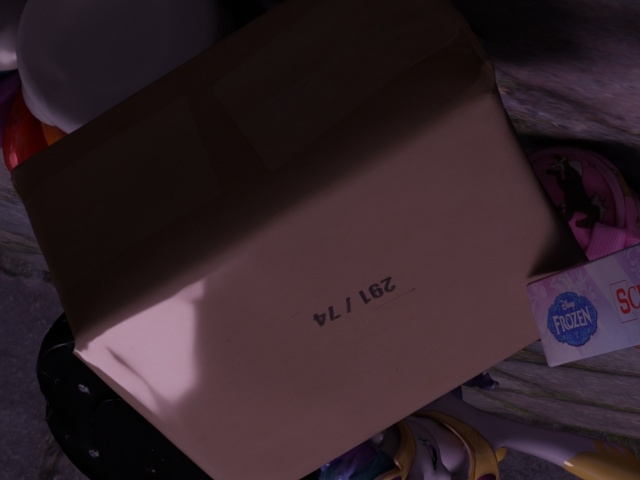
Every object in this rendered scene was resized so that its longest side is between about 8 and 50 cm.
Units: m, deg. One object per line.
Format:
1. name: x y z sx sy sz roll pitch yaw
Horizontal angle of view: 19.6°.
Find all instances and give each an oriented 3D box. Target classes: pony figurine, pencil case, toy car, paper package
1. pony figurine: 0.071 0.120 1.592 0.363 0.303 0.351 13 -150 -52
2. pencil case: 0.315 0.040 1.748 0.160 0.167 0.386 -23 149 33
3. toy car: -0.250 -0.126 1.654 0.182 0.136 0.159 44 -176 24
4. paper package: 0.000 0.000 1.310 0.309 0.325 0.168 53 -172 -52

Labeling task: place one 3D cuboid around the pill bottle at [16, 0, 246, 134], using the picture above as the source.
1. pill bottle: -0.118 -0.120 1.492 0.161 0.161 0.283 13 170 18

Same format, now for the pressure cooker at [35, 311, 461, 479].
1. pressure cooker: -0.039 0.095 1.929 0.370 0.420 0.375 17 139 31

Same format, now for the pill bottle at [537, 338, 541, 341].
1. pill bottle: 0.255 0.058 2.100 0.108 0.108 0.193 15 170 1

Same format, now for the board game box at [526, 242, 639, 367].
1. board game box: 0.339 -0.003 1.195 0.319 0.066 0.318 -14 175 -20

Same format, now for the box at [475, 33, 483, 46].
1. box: 0.051 -0.143 1.442 0.109 0.042 0.178 17 170 -15
